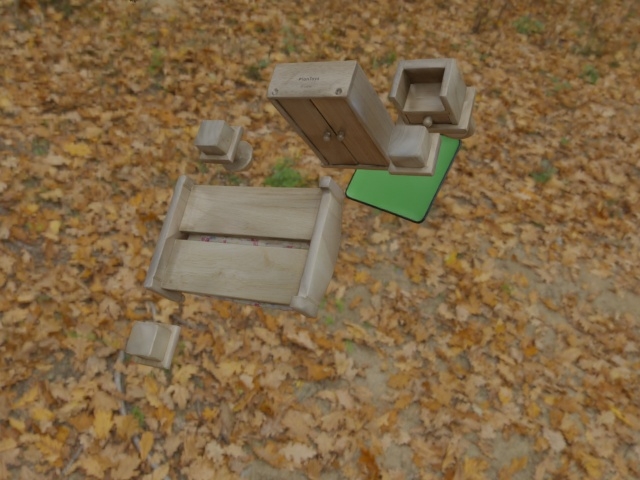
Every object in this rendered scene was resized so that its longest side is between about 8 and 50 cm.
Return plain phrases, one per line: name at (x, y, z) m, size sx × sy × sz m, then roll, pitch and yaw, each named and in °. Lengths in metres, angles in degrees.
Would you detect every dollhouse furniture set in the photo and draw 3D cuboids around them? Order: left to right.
dollhouse furniture set at (0.000, 0.000, 0.721) m, size 0.303 × 0.174 × 0.355 m, roll 5°, pitch 71°, yaw 29°

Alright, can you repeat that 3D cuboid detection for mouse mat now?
mouse mat at (0.132, -0.118, 1.071) m, size 0.007 × 0.152 × 0.190 m, roll 28°, pitch -2°, yaw -43°

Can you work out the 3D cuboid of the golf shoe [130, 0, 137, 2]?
golf shoe at (-0.454, -0.599, 1.433) m, size 0.176 × 0.086 × 0.069 m, roll 35°, pitch 25°, yaw 21°
